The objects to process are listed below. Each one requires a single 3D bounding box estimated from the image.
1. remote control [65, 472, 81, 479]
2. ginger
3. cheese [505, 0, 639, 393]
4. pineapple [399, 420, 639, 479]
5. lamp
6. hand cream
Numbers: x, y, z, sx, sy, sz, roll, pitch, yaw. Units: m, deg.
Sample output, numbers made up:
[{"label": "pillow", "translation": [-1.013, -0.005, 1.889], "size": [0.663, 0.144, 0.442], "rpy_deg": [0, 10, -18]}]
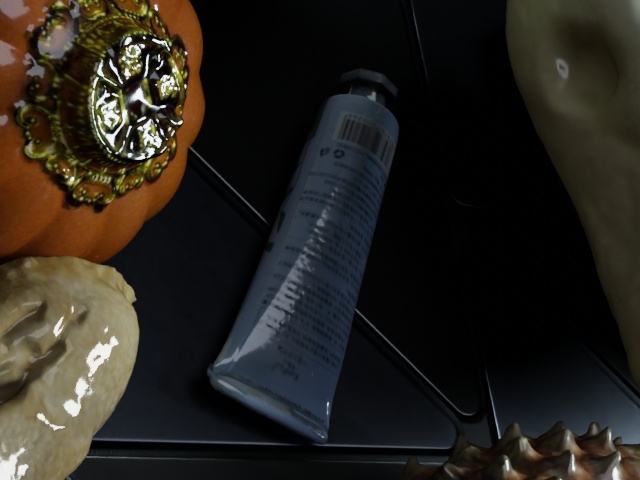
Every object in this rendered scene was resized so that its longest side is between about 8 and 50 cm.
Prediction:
[{"label": "remote control", "translation": [-0.163, 0.150, 0.937], "size": [0.034, 0.016, 0.091], "rpy_deg": [42, 48, 13]}, {"label": "ginger", "translation": [-0.212, 0.119, 0.849], "size": [0.190, 0.126, 0.354], "rpy_deg": [35, 51, 14]}, {"label": "cheese", "translation": [0.282, -0.051, 1.161], "size": [0.328, 0.129, 0.351], "rpy_deg": [2, 61, -42]}, {"label": "pineapple", "translation": [0.175, 0.178, 1.062], "size": [0.361, 0.175, 0.175], "rpy_deg": [-11, 72, -46]}, {"label": "lamp", "translation": [-0.161, -0.084, 0.947], "size": [0.223, 0.196, 0.223], "rpy_deg": [-15, 110, -46]}, {"label": "hand cream", "translation": [0.000, 0.000, 1.103], "size": [0.088, 0.055, 0.256], "rpy_deg": [33, 54, -24]}]
